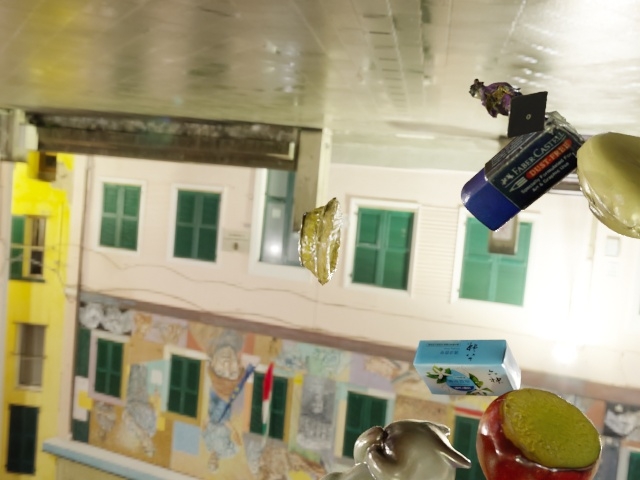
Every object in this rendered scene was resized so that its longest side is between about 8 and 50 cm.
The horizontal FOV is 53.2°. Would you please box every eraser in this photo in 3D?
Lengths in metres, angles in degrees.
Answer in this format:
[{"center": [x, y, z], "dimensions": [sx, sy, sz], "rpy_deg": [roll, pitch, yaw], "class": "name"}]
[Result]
[{"center": [0.523, -0.179, 1.668], "dimensions": [0.155, 0.332, 0.101], "rpy_deg": [37, -147, -12], "class": "eraser"}]

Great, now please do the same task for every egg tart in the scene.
[{"center": [0.000, 0.000, 1.307], "dimensions": [0.074, 0.191, 0.191], "rpy_deg": [6, -176, 11], "class": "egg tart"}]

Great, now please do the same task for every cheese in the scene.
[{"center": [0.643, -0.103, 1.275], "dimensions": [0.259, 0.128, 0.316], "rpy_deg": [11, -137, 14], "class": "cheese"}]

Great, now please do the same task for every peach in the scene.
[{"center": [0.462, 0.464, 1.404], "dimensions": [0.274, 0.245, 0.248], "rpy_deg": [8, -171, -36], "class": "peach"}]

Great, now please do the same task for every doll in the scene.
[{"center": [0.136, 0.550, 1.412], "dimensions": [0.226, 0.370, 0.215], "rpy_deg": [37, -178, -5], "class": "doll"}]

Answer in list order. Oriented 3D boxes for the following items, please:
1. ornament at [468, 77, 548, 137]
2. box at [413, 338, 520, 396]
[{"center": [0.362, -0.272, 1.279], "dimensions": [0.088, 0.081, 0.203], "rpy_deg": [-13, -154, -14], "class": "ornament"}, {"center": [0.368, 0.320, 1.606], "dimensions": [0.232, 0.083, 0.143], "rpy_deg": [-5, 134, 33], "class": "box"}]
